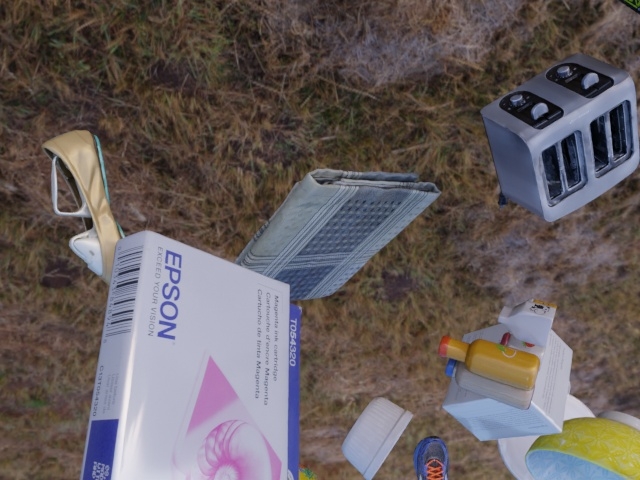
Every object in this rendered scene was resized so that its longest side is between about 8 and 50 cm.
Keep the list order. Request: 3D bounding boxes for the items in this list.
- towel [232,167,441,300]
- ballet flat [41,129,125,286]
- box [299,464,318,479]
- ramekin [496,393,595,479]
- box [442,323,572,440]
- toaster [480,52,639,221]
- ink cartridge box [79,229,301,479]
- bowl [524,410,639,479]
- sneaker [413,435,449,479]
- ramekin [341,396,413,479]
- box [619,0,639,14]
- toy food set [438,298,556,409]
[{"bbox_3d":[0.000,0.000,0.843,0.312,0.056,0.324,-1,145,-47],"label":"towel"},{"bbox_3d":[-0.303,-0.026,0.705,0.073,0.233,0.080,-18,-175,-36],"label":"ballet flat"},{"bbox_3d":[-0.195,0.524,0.988,0.279,0.177,0.290,35,108,-17],"label":"box"},{"bbox_3d":[0.616,0.545,1.469,0.272,0.273,0.127,-13,157,8],"label":"ramekin"},{"bbox_3d":[0.350,0.258,1.007,0.119,0.181,0.182,43,139,-13],"label":"box"},{"bbox_3d":[0.327,-0.133,0.743,0.168,0.110,0.186,-30,126,-2],"label":"toaster"},{"bbox_3d":[-0.104,0.191,0.631,0.071,0.325,0.330,-17,153,34],"label":"ink cartridge box"},{"bbox_3d":[0.555,0.419,1.012,0.289,0.156,0.290,30,152,18],"label":"bowl"},{"bbox_3d":[0.249,0.539,1.174,0.083,0.222,0.087,1,179,-5],"label":"sneaker"},{"bbox_3d":[0.146,0.516,1.433,0.109,0.207,0.207,34,147,18],"label":"ramekin"},{"bbox_3d":[0.349,-0.318,0.482,0.216,0.270,0.060,-46,153,16],"label":"box"},{"bbox_3d":[0.226,0.136,0.682,0.104,0.232,0.111,15,111,25],"label":"toy food set"}]
